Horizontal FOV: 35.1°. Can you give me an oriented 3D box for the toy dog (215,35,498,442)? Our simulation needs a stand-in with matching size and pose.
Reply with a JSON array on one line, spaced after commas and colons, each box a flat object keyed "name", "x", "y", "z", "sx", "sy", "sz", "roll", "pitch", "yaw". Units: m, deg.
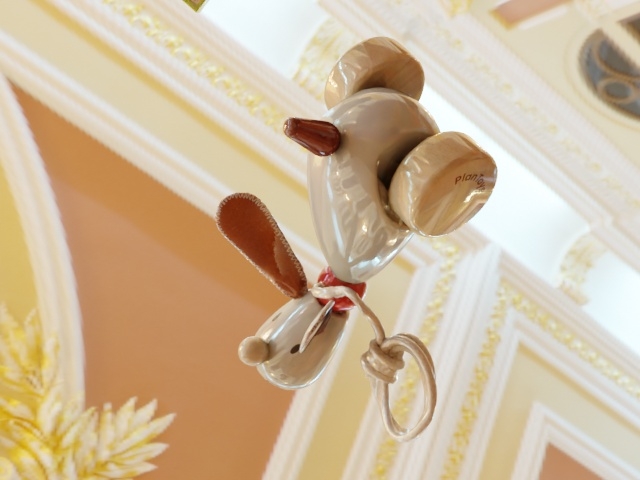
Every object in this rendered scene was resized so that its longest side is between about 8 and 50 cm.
[{"name": "toy dog", "x": 0.000, "y": 0.000, "z": 0.823, "sx": 0.161, "sy": 0.220, "sz": 0.333, "roll": -1, "pitch": -69, "yaw": -37}]

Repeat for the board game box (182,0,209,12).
[{"name": "board game box", "x": -0.080, "y": -0.288, "z": 0.835, "sx": 0.092, "sy": 0.043, "sz": 0.181, "roll": 39, "pitch": -82, "yaw": -9}]
